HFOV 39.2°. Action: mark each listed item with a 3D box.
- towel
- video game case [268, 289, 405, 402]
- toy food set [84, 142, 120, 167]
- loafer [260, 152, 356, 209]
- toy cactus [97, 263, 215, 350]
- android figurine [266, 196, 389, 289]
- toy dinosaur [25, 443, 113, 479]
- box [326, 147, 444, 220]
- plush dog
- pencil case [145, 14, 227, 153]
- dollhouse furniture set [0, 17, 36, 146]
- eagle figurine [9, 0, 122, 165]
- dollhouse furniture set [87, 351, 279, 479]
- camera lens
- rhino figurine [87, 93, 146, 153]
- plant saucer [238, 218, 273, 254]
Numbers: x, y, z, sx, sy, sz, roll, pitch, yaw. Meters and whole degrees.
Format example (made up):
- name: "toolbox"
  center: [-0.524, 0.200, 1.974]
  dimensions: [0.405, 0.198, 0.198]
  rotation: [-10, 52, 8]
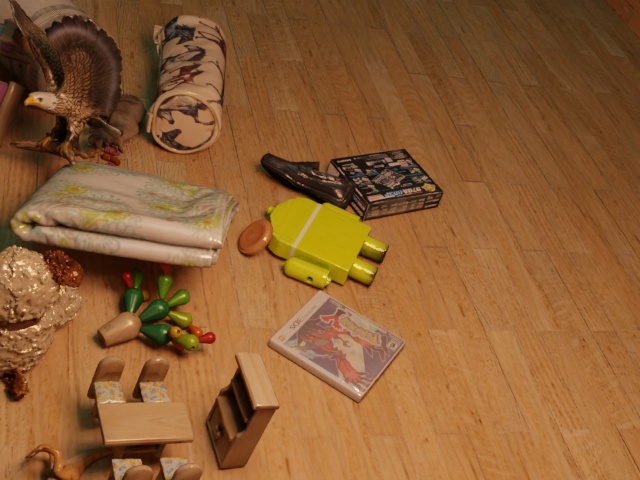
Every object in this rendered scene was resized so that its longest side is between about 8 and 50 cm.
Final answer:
- name: "towel"
  center: [-0.348, -0.056, 1.688]
  dimensions: [0.374, 0.090, 0.320]
  rotation: [8, 16, -3]
- name: "video game case"
  center: [0.033, 0.192, 1.680]
  dimensions: [0.201, 0.023, 0.183]
  rotation: [30, 41, 16]
- name: "toy food set"
  center: [-0.466, -0.181, 1.942]
  dimensions: [0.077, 0.019, 0.122]
  rotation: [-5, 44, -25]
- name: "loafer"
  center: [-0.027, -0.143, 2.001]
  dimensions: [0.223, 0.076, 0.078]
  rotation: [26, 79, 7]
- name: "toy cactus"
  center: [-0.303, 0.130, 1.584]
  dimensions: [0.180, 0.112, 0.219]
  rotation: [-27, 64, -29]
- name: "android figurine"
  center: [0.000, 0.000, 1.870]
  dimensions: [0.272, 0.056, 0.248]
  rotation: [22, 39, 5]
- name: "toy dinosaur"
  center: [-0.379, 0.344, 1.338]
  dimensions: [0.112, 0.064, 0.211]
  rotation: [49, 35, -5]
- name: "box"
  center: [0.149, -0.133, 2.085]
  dimensions: [0.220, 0.051, 0.175]
  rotation: [-12, 47, -31]
- name: "plush dog"
  center: [-0.496, 0.107, 1.427]
  dimensions: [0.262, 0.225, 0.211]
  rotation: [-4, 43, -25]
- name: "pencil case"
  center: [-0.316, -0.374, 2.118]
  dimensions: [0.183, 0.160, 0.410]
  rotation: [0, 40, -5]
- name: "dollhouse furniture set"
  center: [-0.736, -0.349, 1.763]
  dimensions: [0.198, 0.287, 0.303]
  rotation: [21, -2, 6]
- name: "eagle figurine"
  center: [-0.500, -0.305, 1.754]
  dimensions: [0.226, 0.299, 0.225]
  rotation: [5, 15, -10]
- name: "dollhouse furniture set"
  center: [-0.211, 0.262, 1.367]
  dimensions: [0.242, 0.161, 0.212]
  rotation: [5, 40, -30]
- name: "camera lens"
  center: [-0.625, -0.454, 2.049]
  dimensions: [0.219, 0.219, 0.274]
  rotation: [-23, 53, -39]
- name: "rhino figurine"
  center: [-0.452, -0.258, 1.985]
  dimensions: [0.106, 0.073, 0.243]
  rotation: [13, 32, -6]
- name: "plant saucer"
  center: [-0.133, -0.009, 1.821]
  dimensions: [0.013, 0.083, 0.083]
  rotation: [47, 19, -39]
